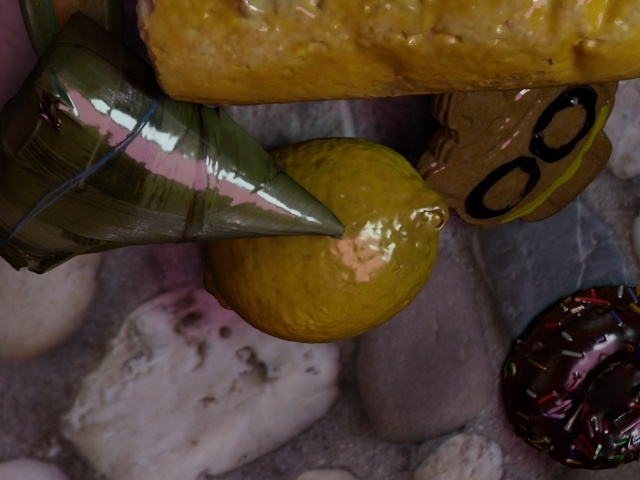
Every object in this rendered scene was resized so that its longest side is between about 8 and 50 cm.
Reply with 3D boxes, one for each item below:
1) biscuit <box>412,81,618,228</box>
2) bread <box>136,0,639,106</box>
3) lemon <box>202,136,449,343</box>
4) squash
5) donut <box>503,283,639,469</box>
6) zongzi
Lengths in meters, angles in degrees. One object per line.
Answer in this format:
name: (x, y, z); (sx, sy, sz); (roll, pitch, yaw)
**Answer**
biscuit: (0.199, -0.098, 1.048); (0.208, 0.041, 0.290); (-48, 142, 14)
bread: (0.064, -0.197, 0.808); (0.376, 0.236, 0.165); (-1, 114, 11)
lemon: (0.000, 0.000, 0.989); (0.257, 0.188, 0.188); (-16, 122, 25)
squash: (-0.207, -0.208, 0.887); (0.095, 0.095, 0.187); (-8, 115, -17)
donut: (0.327, 0.163, 1.243); (0.235, 0.089, 0.235); (-7, 114, -15)
zongzi: (-0.152, -0.024, 0.909); (0.274, 0.125, 0.251); (32, 137, -19)
